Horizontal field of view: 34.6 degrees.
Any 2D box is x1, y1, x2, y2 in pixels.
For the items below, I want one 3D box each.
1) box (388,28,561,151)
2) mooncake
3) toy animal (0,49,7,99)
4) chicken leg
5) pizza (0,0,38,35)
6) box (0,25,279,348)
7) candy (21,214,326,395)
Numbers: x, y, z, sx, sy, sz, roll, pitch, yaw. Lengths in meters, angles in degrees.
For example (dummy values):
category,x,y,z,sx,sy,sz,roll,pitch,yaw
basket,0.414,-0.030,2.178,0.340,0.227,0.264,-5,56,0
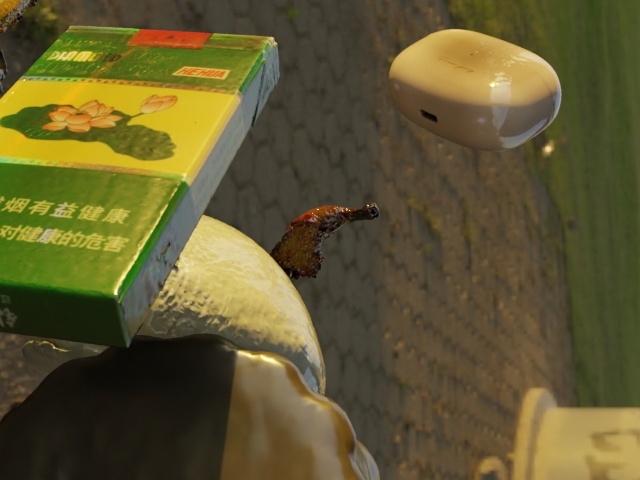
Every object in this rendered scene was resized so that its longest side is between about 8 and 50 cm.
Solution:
category,x,y,z,sx,sy,sz,roll,pitch,yaw
box,0.172,-0.172,1.161,0.146,0.200,0.088,-34,136,-26
mooncake,-0.071,0.168,0.563,0.124,0.228,0.228,54,37,-68
toy animal,-0.380,-0.130,1.092,0.232,0.085,0.148,-68,-179,-65
chicken leg,-0.003,-0.004,1.090,0.062,0.145,0.037,45,24,0
pizza,-0.500,-0.313,1.497,0.085,0.161,0.305,57,40,-32
box,-0.114,-0.041,0.518,0.235,0.132,0.034,-70,160,-50
candy,-0.120,0.076,0.914,0.295,0.296,0.185,54,48,-56
